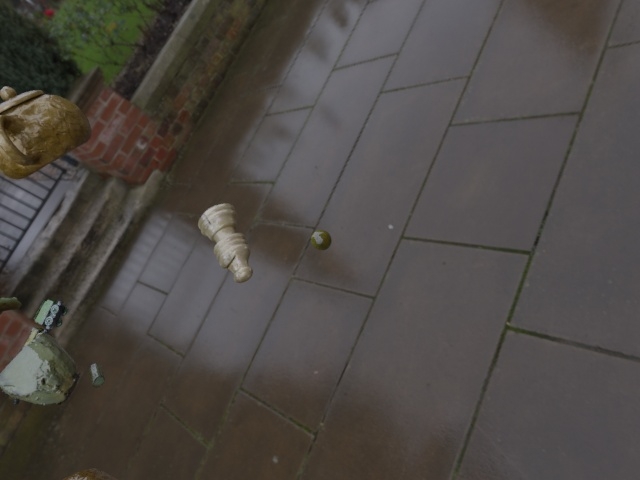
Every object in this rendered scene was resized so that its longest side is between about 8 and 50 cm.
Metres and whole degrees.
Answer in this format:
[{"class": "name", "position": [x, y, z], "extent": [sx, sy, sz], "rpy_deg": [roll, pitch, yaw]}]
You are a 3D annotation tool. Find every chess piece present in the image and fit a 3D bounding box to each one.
[{"class": "chess piece", "position": [-0.318, 0.018, 1.791], "extent": [0.307, 0.138, 0.124], "rpy_deg": [57, 141, 30]}]

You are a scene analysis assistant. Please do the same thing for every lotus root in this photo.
[{"class": "lotus root", "position": [-0.597, 0.286, 1.076], "extent": [0.143, 0.144, 0.070], "rpy_deg": [-59, 0, -15]}]

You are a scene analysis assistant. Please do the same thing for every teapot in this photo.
[{"class": "teapot", "position": [-0.598, -0.235, 1.027], "extent": [0.203, 0.167, 0.311], "rpy_deg": [-28, 24, 2]}]

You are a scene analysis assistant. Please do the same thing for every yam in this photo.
[{"class": "yam", "position": [-0.742, 0.448, 1.665], "extent": [0.043, 0.043, 0.094], "rpy_deg": [-55, 37, -2]}]

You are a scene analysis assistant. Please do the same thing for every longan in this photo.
[{"class": "longan", "position": [0.000, 0.000, 1.742], "extent": [0.083, 0.075, 0.075], "rpy_deg": [-26, 40, 64]}]

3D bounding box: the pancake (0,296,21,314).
[{"class": "pancake", "position": [-1.347, 0.357, 1.978], "extent": [0.054, 0.197, 0.377], "rpy_deg": [18, 47, 18]}]

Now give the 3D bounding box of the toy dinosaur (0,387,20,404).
[{"class": "toy dinosaur", "position": [-0.947, 0.456, 1.542], "extent": [0.049, 0.055, 0.154], "rpy_deg": [-108, 22, -50]}]

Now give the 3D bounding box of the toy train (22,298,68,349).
[{"class": "toy train", "position": [-0.943, 0.298, 1.714], "extent": [0.081, 0.060, 0.202], "rpy_deg": [17, 76, 19]}]

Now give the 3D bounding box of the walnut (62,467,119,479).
[{"class": "walnut", "position": [-0.766, 0.890, 1.631], "extent": [0.277, 0.313, 0.252], "rpy_deg": [-33, 64, -19]}]
